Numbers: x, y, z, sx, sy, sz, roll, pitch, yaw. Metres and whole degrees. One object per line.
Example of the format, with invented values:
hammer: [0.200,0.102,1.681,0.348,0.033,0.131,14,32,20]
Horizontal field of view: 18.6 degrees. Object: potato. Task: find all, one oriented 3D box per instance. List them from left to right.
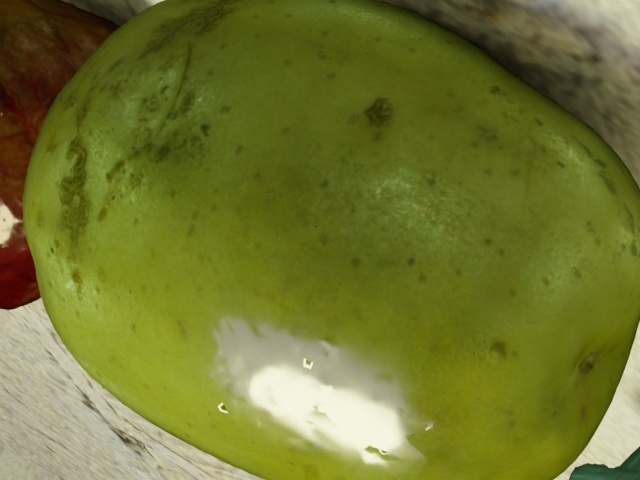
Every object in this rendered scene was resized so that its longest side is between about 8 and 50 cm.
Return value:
potato: [-0.002,0.002,0.849,0.304,0.216,0.216,30,161,44]

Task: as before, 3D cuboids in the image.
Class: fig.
fig: [-0.205,-0.085,1.123,0.290,0.191,0.190,37,163,6]

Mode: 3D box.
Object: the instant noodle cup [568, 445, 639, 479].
instant noodle cup: [0.227,0.154,0.992,0.157,0.070,0.179,46,163,-17]
